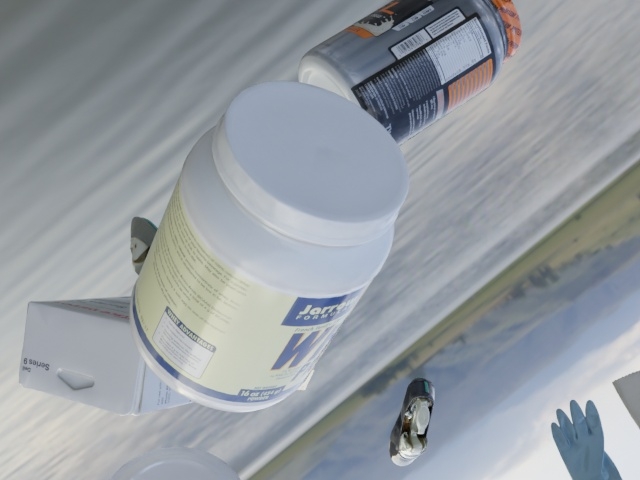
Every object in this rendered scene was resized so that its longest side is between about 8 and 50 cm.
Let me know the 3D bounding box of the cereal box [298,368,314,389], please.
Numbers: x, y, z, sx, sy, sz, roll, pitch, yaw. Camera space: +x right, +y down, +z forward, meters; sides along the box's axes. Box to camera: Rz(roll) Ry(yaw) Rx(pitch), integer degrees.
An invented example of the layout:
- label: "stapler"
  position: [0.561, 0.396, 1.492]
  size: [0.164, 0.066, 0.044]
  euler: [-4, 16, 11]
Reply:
- label: "cereal box"
  position: [-0.039, 0.169, 1.974]
  size: [0.047, 0.240, 0.173]
  euler: [3, 158, -6]

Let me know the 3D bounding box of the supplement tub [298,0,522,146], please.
- label: "supplement tub"
  position: [0.140, -0.271, 1.479]
  size: [0.316, 0.193, 0.193]
  euler: [-34, 171, -19]

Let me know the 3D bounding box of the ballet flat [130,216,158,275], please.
- label: "ballet flat"
  position: [-0.227, 0.032, 1.370]
  size: [0.068, 0.213, 0.072]
  euler: [-32, 137, -27]

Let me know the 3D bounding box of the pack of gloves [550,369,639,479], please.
- label: "pack of gloves"
  position: [0.461, 0.321, 1.423]
  size: [0.195, 0.232, 0.046]
  euler: [-23, 156, 6]

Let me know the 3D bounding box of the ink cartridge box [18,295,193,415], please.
- label: "ink cartridge box"
  position: [-0.246, 0.153, 1.379]
  size: [0.289, 0.211, 0.121]
  euler: [2, 96, -64]

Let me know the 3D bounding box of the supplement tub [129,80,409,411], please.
- label: "supplement tub"
  position: [-0.061, 0.011, 1.066]
  size: [0.235, 0.235, 0.324]
  euler: [-32, 160, -44]

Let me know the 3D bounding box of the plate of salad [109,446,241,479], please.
- label: "plate of salad"
  position: [-0.196, 0.364, 1.298]
  size: [0.200, 0.200, 0.048]
  euler: [-34, 145, -37]

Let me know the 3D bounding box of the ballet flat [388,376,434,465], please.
- label: "ballet flat"
  position: [0.175, 0.355, 1.830]
  size: [0.074, 0.074, 0.203]
  euler: [-28, 135, -56]
